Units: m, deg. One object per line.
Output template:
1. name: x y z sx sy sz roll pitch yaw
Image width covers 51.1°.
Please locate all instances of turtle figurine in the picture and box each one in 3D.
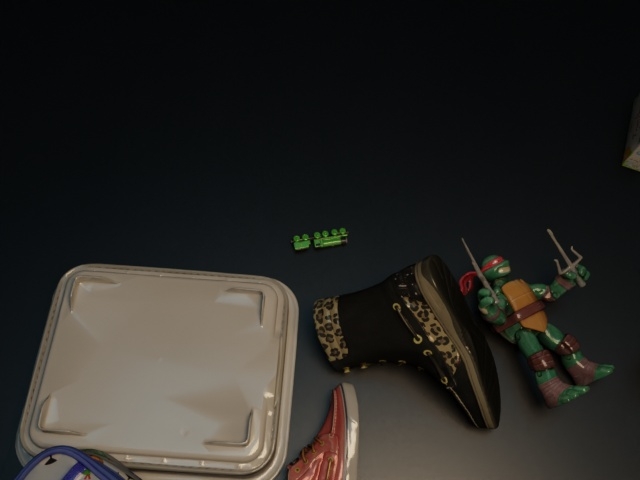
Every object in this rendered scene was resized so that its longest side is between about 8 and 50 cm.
1. turtle figurine: 0.270 0.087 0.860 0.175 0.118 0.234 -24 77 -23

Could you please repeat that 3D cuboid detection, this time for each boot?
1. boot: 0.111 0.144 0.841 0.179 0.236 0.085 -19 17 26

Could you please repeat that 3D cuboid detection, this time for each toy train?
1. toy train: 0.000 0.000 0.952 0.083 0.017 0.023 -9 73 -7

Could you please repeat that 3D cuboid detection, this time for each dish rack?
1. dish rack: -0.199 0.154 0.837 0.333 0.072 0.285 5 62 -1

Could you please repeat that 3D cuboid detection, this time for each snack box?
1. snack box: 0.509 -0.190 1.022 0.037 0.100 0.141 20 63 7

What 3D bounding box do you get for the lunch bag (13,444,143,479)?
1. lunch bag: -0.272 0.377 0.674 0.243 0.115 0.303 32 76 12

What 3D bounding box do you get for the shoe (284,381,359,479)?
1. shoe: 0.000 0.255 0.793 0.081 0.063 0.177 5 67 -6
